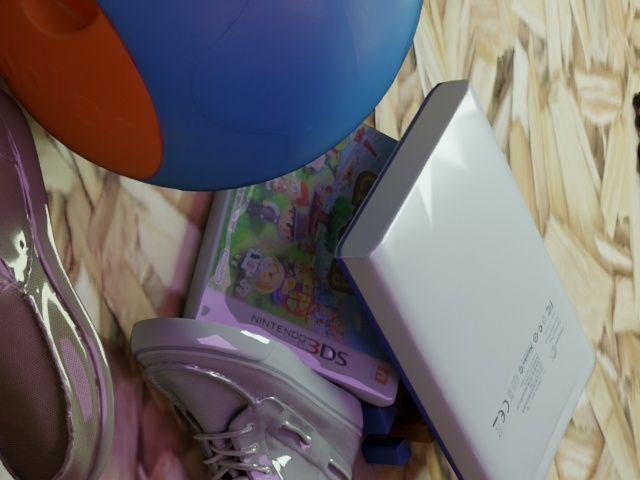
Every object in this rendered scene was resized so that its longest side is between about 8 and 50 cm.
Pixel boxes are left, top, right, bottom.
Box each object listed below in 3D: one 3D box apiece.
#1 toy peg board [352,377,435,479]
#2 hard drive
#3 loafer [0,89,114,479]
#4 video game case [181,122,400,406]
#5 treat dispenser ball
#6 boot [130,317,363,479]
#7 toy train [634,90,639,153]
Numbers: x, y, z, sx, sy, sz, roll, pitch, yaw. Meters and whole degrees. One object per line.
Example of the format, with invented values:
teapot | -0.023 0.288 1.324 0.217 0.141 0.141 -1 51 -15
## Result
toy peg board | 0.071 0.103 1.439 0.160 0.079 0.161 -42 121 -45
hard drive | 0.129 0.058 1.414 0.210 0.040 0.319 -59 133 -37
loafer | -0.210 0.039 1.071 0.092 0.102 0.268 -22 97 -49
video game case | 0.000 0.000 1.346 0.193 0.023 0.212 25 67 -29
treat dispenser ball | -0.076 -0.175 1.087 0.288 0.288 0.288 2 87 -52
boot | -0.051 0.149 1.264 0.258 0.095 0.123 33 57 -48
toy train | 0.367 -0.085 1.861 0.027 0.036 0.158 -17 102 -51
